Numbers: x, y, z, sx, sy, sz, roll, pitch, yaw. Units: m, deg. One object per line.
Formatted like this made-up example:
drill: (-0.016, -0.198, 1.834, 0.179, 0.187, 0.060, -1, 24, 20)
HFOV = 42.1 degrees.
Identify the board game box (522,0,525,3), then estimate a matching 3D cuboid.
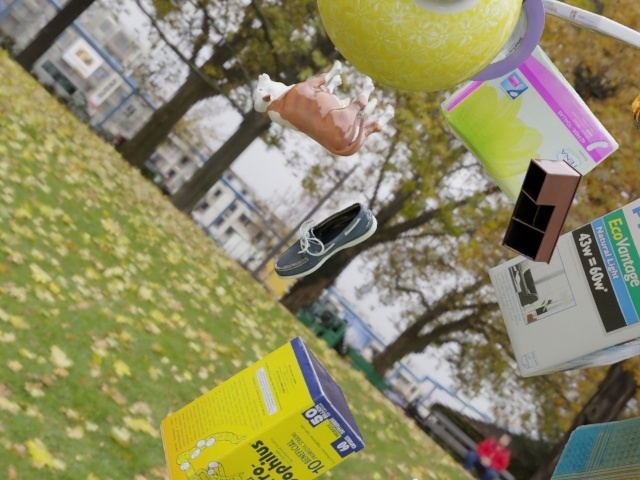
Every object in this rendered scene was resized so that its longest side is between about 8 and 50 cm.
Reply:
board game box: (0.373, -0.489, 1.254, 0.030, 0.259, 0.136, 44, -1, 32)

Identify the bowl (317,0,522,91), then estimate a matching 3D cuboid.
bowl: (0.148, -0.351, 1.093, 0.289, 0.289, 0.156, 44, -6, -6)

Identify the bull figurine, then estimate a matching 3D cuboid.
bull figurine: (0.000, -0.279, 1.724, 0.310, 0.188, 0.101, 40, -13, 35)

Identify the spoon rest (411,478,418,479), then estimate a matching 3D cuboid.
spoon rest: (0.209, 0.442, 1.129, 0.276, 0.137, 0.084, 40, -33, 9)

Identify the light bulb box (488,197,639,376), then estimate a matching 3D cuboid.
light bulb box: (0.586, 0.091, 1.572, 0.358, 0.361, 0.225, 1, 67, -42)

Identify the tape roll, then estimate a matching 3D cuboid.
tape roll: (0.277, -0.372, 1.410, 0.189, 0.189, 0.080, 50, 14, -38)

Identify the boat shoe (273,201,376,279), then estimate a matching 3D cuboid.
boat shoe: (0.000, 0.000, 1.819, 0.079, 0.254, 0.095, 49, 20, -47)

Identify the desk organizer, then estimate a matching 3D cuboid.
desk organizer: (0.278, -0.037, 1.053, 0.050, 0.130, 0.047, 2, 30, -19)

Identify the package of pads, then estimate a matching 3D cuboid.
package of pads: (0.403, -0.218, 1.630, 0.296, 0.229, 0.101, 44, 17, -18)

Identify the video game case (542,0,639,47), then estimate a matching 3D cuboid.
video game case: (0.518, -0.409, 1.573, 0.227, 0.026, 0.206, 8, 22, -37)

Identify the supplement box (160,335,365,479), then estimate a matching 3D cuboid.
supplement box: (-0.123, 0.403, 1.725, 0.194, 0.356, 0.195, 55, 4, -35)

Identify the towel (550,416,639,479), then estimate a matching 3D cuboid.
towel: (0.541, 0.505, 1.636, 0.040, 0.370, 0.271, 44, -35, -10)

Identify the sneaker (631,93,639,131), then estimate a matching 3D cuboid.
sneaker: (0.451, -0.159, 1.091, 0.083, 0.084, 0.215, 34, 16, 9)
